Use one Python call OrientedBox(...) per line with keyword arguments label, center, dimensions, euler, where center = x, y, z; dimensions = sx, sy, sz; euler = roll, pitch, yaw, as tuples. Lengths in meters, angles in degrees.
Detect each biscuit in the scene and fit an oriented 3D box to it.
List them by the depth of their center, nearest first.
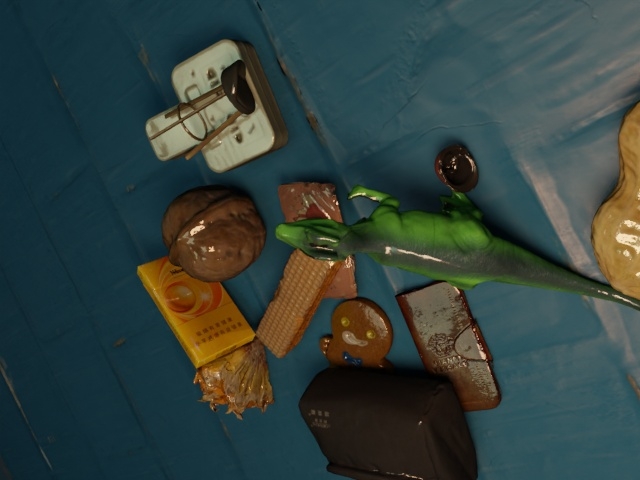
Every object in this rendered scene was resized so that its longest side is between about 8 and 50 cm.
OrientedBox(label="biscuit", center=(-0.044, 0.113, 1.267), dimensions=(0.094, 0.054, 0.379), euler=(44, 139, 17))
OrientedBox(label="biscuit", center=(0.076, 0.228, 1.285), dimensions=(0.180, 0.039, 0.236), euler=(20, 115, 29))

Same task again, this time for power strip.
OrientedBox(label="power strip", center=(-0.213, -0.254, 1.280), dimensions=(0.261, 0.141, 0.229), euler=(-21, 94, 24))

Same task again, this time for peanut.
OrientedBox(label="peanut", center=(0.453, -0.057, 0.863), dimensions=(0.136, 0.120, 0.298), euler=(-2, 110, -12))

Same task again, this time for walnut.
OrientedBox(label="walnut", center=(-0.225, -0.013, 1.294), dimensions=(0.224, 0.224, 0.224), euler=(12, 113, 31))

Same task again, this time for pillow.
OrientedBox(label="pillow", center=(0.000, 0.000, 1.240), dimensions=(0.135, 0.049, 0.248), euler=(0, 114, 36))

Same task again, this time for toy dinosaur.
OrientedBox(label="toy dinosaur", center=(0.230, 0.032, 0.908), dimensions=(0.500, 0.374, 0.144), euler=(23, 110, 30))

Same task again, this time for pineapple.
OrientedBox(label="pineapple", center=(-0.191, 0.306, 1.432), dimensions=(0.114, 0.186, 0.236), euler=(6, 151, 26))

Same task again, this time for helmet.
OrientedBox(label="helmet", center=(0.223, -0.118, 1.049), dimensions=(0.084, 0.065, 0.049), euler=(61, 168, -9))

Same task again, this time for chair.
OrientedBox(label="chair", center=(-0.206, -0.239, 1.169), dimensions=(0.221, 0.104, 0.095), euler=(-30, 122, 26))

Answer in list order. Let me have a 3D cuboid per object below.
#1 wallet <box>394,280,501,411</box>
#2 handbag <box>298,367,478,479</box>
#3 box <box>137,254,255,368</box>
OrientedBox(label="wallet", center=(0.242, 0.199, 1.159), dimensions=(0.137, 0.031, 0.255), euler=(-20, 96, 34))
OrientedBox(label="handbag", center=(0.126, 0.393, 1.191), dimensions=(0.302, 0.178, 0.275), euler=(-4, 115, 36))
OrientedBox(label="box", center=(-0.282, 0.143, 1.404), dimensions=(0.269, 0.152, 0.043), euler=(52, 141, 21))
